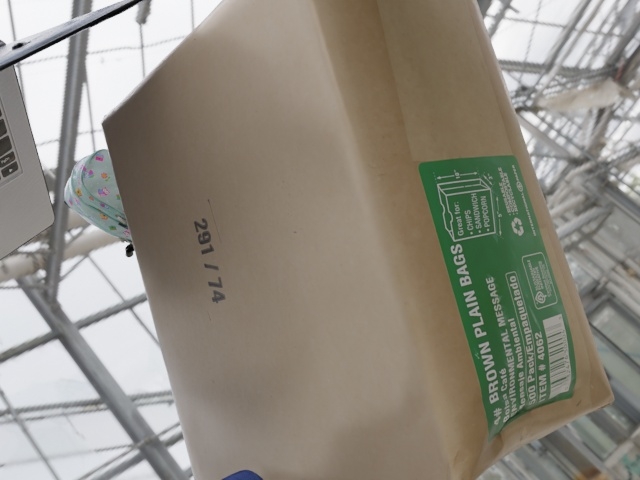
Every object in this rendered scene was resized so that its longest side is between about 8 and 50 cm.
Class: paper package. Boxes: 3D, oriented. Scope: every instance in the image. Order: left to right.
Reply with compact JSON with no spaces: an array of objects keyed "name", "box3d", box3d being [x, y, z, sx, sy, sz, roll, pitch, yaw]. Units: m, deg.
[{"name":"paper package","box3d":[0.000,0.000,0.533,0.168,0.324,0.309,-11,-7,-39]}]

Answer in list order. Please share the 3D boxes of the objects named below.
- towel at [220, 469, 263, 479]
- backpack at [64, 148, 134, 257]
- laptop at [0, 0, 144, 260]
[{"name":"towel","box3d":[-0.180,0.234,0.335,0.336,0.040,0.243,-1,-50,-56]},{"name":"backpack","box3d":[-0.348,-0.077,1.269,0.115,0.182,0.151,-38,28,47]},{"name":"laptop","box3d":[-0.341,0.004,0.601,0.382,0.236,0.407,-42,-25,-34]}]
